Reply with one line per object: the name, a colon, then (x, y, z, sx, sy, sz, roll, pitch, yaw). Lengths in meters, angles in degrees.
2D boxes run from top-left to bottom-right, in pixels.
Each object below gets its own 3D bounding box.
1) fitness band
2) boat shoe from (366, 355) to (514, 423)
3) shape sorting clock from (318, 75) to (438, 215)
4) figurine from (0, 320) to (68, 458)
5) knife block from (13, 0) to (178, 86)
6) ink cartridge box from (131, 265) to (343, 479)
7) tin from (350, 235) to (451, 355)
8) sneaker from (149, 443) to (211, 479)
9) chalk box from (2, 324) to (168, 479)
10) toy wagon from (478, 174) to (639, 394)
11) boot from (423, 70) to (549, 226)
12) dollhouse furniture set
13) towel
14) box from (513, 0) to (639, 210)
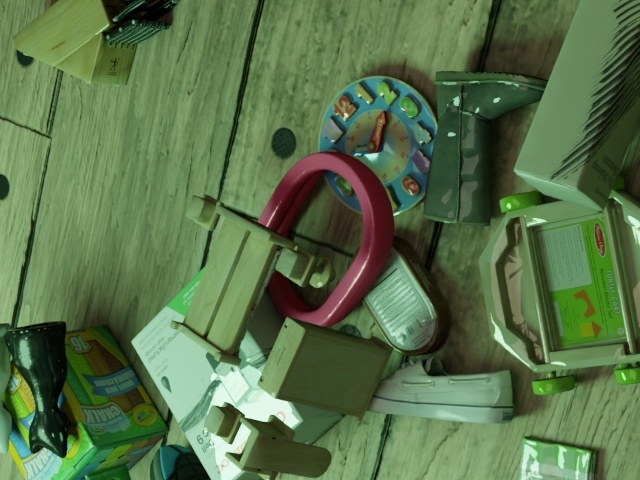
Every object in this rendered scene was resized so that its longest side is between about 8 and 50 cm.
fitness band: (0.000, 0.000, 1.917, 0.209, 0.054, 0.291, 55, 132, 27)
boat shoe: (0.151, 0.204, 1.843, 0.258, 0.095, 0.084, 3, 90, 25)
shape sorting clock: (0.083, -0.135, 1.895, 0.206, 0.040, 0.206, 2, 94, 35)
figurine: (-0.486, 0.239, 2.075, 0.215, 0.092, 0.209, -4, 94, 36)
knife block: (-0.368, -0.390, 2.171, 0.276, 0.088, 0.242, 26, 106, 32)
ink cartridge box: (-0.127, 0.207, 2.010, 0.211, 0.121, 0.289, -44, 68, 28)
tin: (0.114, 0.079, 1.888, 0.106, 0.040, 0.189, -40, 70, 25)
sneaker: (-0.212, 0.496, 2.085, 0.140, 0.125, 0.341, -32, 72, 37)
chalk box: (-0.394, 0.313, 2.171, 0.179, 0.180, 0.289, -46, 68, 28)
toy wagon: (0.370, 0.053, 1.686, 0.344, 0.068, 0.267, -12, 86, 34)
boot: (0.224, -0.123, 1.777, 0.190, 0.076, 0.208, 6, 92, 41)
dollhouse furniture set: (-0.087, 0.138, 1.896, 0.355, 0.174, 0.303, 30, 98, 49)
towel: (0.315, 0.349, 1.766, 0.113, 0.023, 0.152, 6, 96, 34)
box: (0.344, -0.185, 1.623, 0.094, 0.113, 0.275, 20, 88, 33)
